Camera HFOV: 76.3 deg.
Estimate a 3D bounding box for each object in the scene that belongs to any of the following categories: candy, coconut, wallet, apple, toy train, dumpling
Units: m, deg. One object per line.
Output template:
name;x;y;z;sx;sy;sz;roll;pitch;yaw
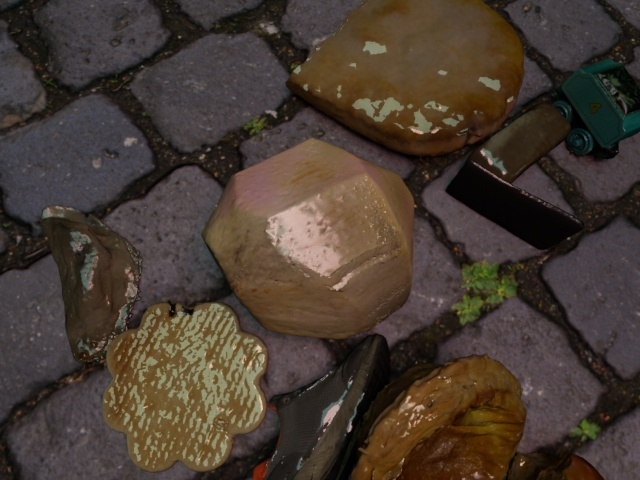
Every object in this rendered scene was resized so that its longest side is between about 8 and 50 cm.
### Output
candy;0.413;-0.195;0.862;0.234;0.102;0.104;-38;79;-8
coconut;0.000;0.000;0.693;0.353;0.352;0.352;0;75;-1
wallet;0.377;-0.067;0.814;0.244;0.124;0.025;33;69;7
apple;0.396;0.431;0.662;0.156;0.158;0.147;-23;79;-12
toy train;0.587;-0.274;0.861;0.107;0.154;0.197;-22;76;-10
dumpling;-0.438;0.059;0.782;0.166;0.086;0.332;-22;81;-4

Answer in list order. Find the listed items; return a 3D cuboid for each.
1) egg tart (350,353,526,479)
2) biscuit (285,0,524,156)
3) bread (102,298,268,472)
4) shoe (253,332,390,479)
egg tart;0.173;0.313;0.653;0.352;0.150;0.351;-12;115;-26
biscuit;0.223;-0.393;0.910;0.446;0.104;0.429;33;77;10
bread;-0.242;0.256;0.747;0.316;0.054;0.316;0;73;-1
shoe;-0.002;0.300;0.717;0.171;0.132;0.336;13;54;33
